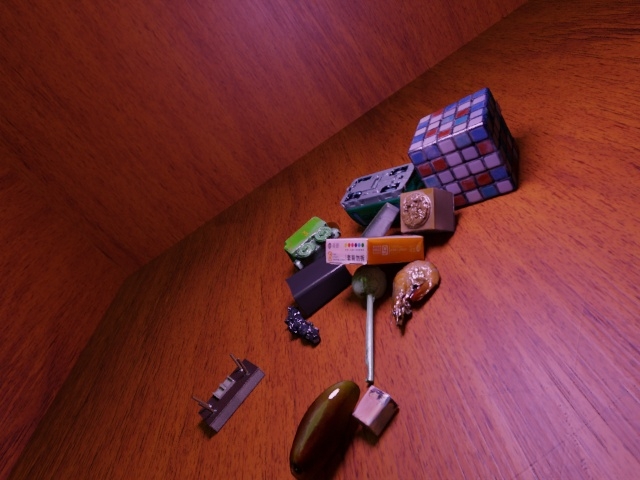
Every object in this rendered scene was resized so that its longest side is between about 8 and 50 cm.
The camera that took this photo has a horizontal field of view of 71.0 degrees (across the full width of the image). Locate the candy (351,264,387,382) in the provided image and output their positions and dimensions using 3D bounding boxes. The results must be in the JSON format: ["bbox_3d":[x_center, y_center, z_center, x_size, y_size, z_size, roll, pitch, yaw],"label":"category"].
[{"bbox_3d":[0.155,0.242,1.390,0.119,0.119,0.440,-26,34,24],"label":"candy"}]

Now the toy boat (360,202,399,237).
[{"bbox_3d":[0.207,-0.030,1.720,0.260,0.078,0.085,-58,10,24],"label":"toy boat"}]

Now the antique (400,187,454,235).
[{"bbox_3d":[0.365,-0.095,1.556,0.146,0.148,0.152,-8,79,47],"label":"antique"}]

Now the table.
[{"bbox_3d":[-0.325,0.504,1.537,0.240,0.111,0.121,-48,26,-23],"label":"table"}]

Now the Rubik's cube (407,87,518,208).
[{"bbox_3d":[0.523,-0.323,1.627,0.293,0.292,0.287,-17,31,35],"label":"Rubik's cube"}]

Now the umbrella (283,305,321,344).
[{"bbox_3d":[-0.069,0.309,1.593,0.224,0.071,0.080,29,108,58],"label":"umbrella"}]

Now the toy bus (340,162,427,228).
[{"bbox_3d":[0.270,-0.167,1.801,0.343,0.199,0.183,-9,39,46],"label":"toy bus"}]

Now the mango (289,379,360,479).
[{"bbox_3d":[0.009,0.467,1.124,0.111,0.133,0.267,14,56,39],"label":"mango"}]

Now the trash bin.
[{"bbox_3d":[-0.002,0.155,1.715,0.225,0.115,0.165,-36,25,0],"label":"trash bin"}]

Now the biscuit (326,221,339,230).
[{"bbox_3d":[0.000,0.000,2.065,0.180,0.039,0.236,4,46,45],"label":"biscuit"}]

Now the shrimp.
[{"bbox_3d":[0.290,0.157,1.387,0.152,0.063,0.287,-10,33,26],"label":"shrimp"}]

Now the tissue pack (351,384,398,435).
[{"bbox_3d":[0.135,0.424,1.116,0.094,0.059,0.074,-48,28,-21],"label":"tissue pack"}]

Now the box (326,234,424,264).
[{"bbox_3d":[0.186,0.031,1.525,0.274,0.091,0.220,-2,1,-35],"label":"box"}]

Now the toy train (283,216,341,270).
[{"bbox_3d":[-0.036,0.020,1.922,0.243,0.132,0.188,-42,42,-15],"label":"toy train"}]
